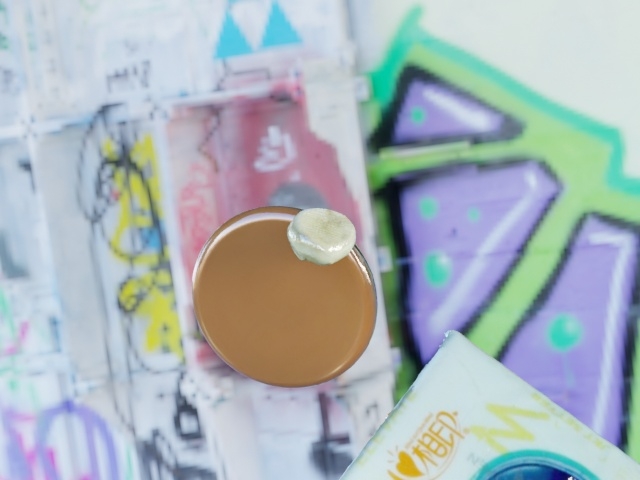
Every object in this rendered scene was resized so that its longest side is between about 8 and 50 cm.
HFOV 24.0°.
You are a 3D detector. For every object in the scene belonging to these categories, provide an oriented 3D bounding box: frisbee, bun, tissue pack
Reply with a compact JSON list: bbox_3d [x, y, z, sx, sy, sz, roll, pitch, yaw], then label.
[{"bbox_3d":[-0.049,0.077,1.954,0.251,0.251,0.021,-6,15,17],"label":"frisbee"},{"bbox_3d":[0.000,0.000,1.841,0.086,0.055,0.086,9,40,-7],"label":"bun"},{"bbox_3d":[0.220,0.327,1.716,0.287,0.388,0.162,-50,-9,-27],"label":"tissue pack"}]
